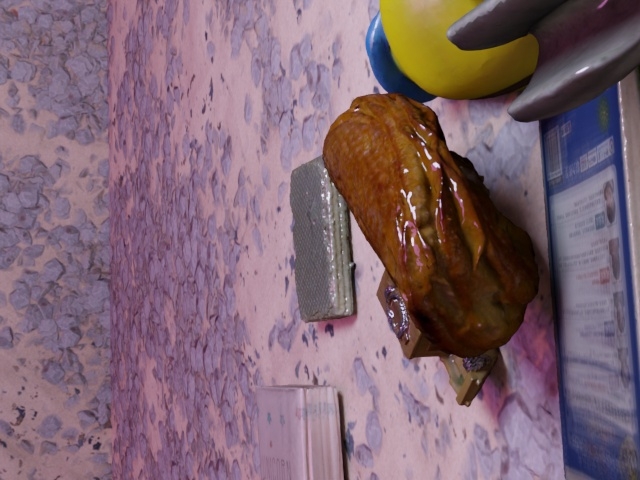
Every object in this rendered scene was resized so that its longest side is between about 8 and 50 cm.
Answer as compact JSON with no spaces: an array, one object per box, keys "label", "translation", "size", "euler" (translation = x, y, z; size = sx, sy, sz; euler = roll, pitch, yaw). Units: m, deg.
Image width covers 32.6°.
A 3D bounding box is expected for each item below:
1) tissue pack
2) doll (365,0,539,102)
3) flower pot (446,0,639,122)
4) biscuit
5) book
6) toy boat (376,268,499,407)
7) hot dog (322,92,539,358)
[{"label":"tissue pack","translation":[-0.021,0.347,1.398],"size":[0.170,0.071,0.325],"euler":[161,107,-68]},{"label":"doll","translation":[0.125,-0.172,0.906],"size":[0.145,0.199,0.363],"euler":[-61,3,-3]},{"label":"flower pot","translation":[0.171,-0.241,0.657],"size":[0.164,0.254,0.367],"euler":[151,115,-62]},{"label":"biscuit","translation":[0.000,0.000,1.360],"size":[0.121,0.041,0.199],"euler":[162,105,-64]},{"label":"book","translation":[0.207,0.040,0.816],"size":[0.228,0.018,0.322],"euler":[133,133,-87]},{"label":"toy boat","translation":[0.109,0.077,1.059],"size":[0.200,0.077,0.057],"euler":[-116,34,-44]},{"label":"hot dog","translation":[0.092,-0.025,0.953],"size":[0.196,0.122,0.272],"euler":[50,-171,-32]}]
